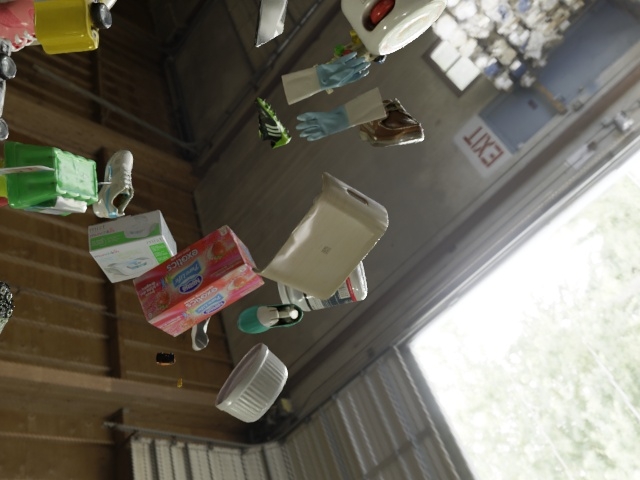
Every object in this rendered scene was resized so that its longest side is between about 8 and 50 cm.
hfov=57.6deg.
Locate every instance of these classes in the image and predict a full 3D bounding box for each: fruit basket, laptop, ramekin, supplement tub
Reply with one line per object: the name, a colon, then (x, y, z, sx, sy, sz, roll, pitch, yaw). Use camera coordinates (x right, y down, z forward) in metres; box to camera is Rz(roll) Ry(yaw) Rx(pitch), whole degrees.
fruit basket: (-0.748, -0.124, 1.427, 0.327, 0.352, 0.166, 19, -122, -82)
laptop: (-0.161, -0.719, 1.655, 0.136, 0.234, 0.264, -11, -132, -27)
ramekin: (-0.181, 0.393, 1.587, 0.109, 0.207, 0.207, 39, -157, -9)
supplement tub: (0.007, 0.132, 1.961, 0.191, 0.272, 0.191, -12, -90, -81)

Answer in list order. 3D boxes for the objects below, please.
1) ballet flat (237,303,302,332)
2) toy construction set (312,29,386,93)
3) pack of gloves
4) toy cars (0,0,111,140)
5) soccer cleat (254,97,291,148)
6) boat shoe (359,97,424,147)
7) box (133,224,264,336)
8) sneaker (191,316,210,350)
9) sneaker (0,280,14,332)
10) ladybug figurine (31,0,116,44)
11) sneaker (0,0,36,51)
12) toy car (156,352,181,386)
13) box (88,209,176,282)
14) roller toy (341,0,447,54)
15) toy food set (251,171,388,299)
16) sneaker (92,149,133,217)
ballet flat: (-0.142, 0.227, 1.768, 0.247, 0.087, 0.083, 0, -111, -53)
toy construction set: (0.103, -0.609, 1.864, 0.215, 0.327, 0.151, 45, 180, 44)
pack of gloves: (0.034, -0.362, 1.485, 0.046, 0.231, 0.195, 35, -140, -74)
toy cars: (-0.419, -0.281, 0.791, 0.176, 0.394, 0.087, 40, 177, 16)
soccer cleat: (-0.143, -0.312, 1.578, 0.179, 0.072, 0.060, 52, -168, -53)
boat shoe: (0.178, -0.321, 1.570, 0.123, 0.117, 0.324, -12, -162, -16)
box: (-0.328, 0.114, 1.585, 0.142, 0.299, 0.154, 60, 180, 29)
sneaker: (-0.382, 0.271, 1.822, 0.053, 0.061, 0.152, 17, -123, -26)
sneaker: (-0.692, 0.184, 1.182, 0.086, 0.237, 0.085, 26, -163, 8)
ladybug figurine: (-0.668, -0.612, 1.323, 0.162, 0.449, 0.305, -126, 13, -72)
sneaker: (-0.587, -0.404, 1.103, 0.313, 0.136, 0.116, 7, -172, 1)
toy car: (-0.470, 0.403, 1.794, 0.060, 0.040, 0.122, -10, -116, -27)
box: (-0.688, 0.021, 2.158, 0.231, 0.261, 0.127, 87, 169, -58)
roller toy: (0.145, -0.489, 1.179, 0.146, 0.191, 0.209, 57, 175, 3)
toy food set: (0.000, 0.000, 1.452, 0.219, 0.306, 0.092, 27, -160, -35)
sneaker: (-0.626, -0.176, 1.822, 0.087, 0.092, 0.229, 43, -123, -63)
